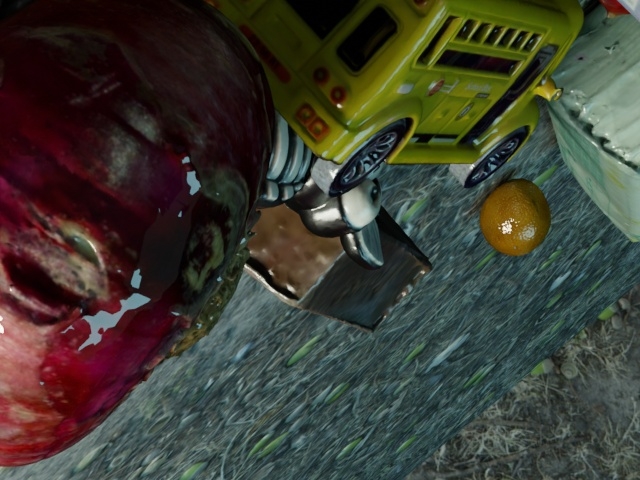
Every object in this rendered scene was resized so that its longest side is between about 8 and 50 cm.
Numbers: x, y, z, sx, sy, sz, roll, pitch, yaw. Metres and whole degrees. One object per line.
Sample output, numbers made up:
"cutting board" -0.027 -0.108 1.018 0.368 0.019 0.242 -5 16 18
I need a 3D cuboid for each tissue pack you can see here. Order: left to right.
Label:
"tissue pack" 0.362 -0.162 1.830 0.287 0.162 0.388 -43 167 2

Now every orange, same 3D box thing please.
"orange" 0.205 -0.025 1.981 0.085 0.085 0.085 -40 165 -13

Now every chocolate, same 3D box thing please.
"chocolate" 0.000 0.000 1.424 0.112 0.112 0.321 -46 166 3

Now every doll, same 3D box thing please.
"doll" -0.014 -0.052 1.197 0.067 0.091 0.219 -14 155 31

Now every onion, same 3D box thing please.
"onion" -0.124 -0.019 0.884 0.246 0.190 0.246 -50 -172 9

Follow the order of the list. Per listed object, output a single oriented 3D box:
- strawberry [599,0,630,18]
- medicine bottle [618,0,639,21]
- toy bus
"strawberry" 0.230 -0.266 1.166 0.205 0.205 0.244 -35 142 -30
"medicine bottle" 0.147 -0.206 1.036 0.083 0.203 0.083 -39 167 -11
"toy bus" 0.058 -0.126 1.143 0.151 0.145 0.331 -47 165 19
